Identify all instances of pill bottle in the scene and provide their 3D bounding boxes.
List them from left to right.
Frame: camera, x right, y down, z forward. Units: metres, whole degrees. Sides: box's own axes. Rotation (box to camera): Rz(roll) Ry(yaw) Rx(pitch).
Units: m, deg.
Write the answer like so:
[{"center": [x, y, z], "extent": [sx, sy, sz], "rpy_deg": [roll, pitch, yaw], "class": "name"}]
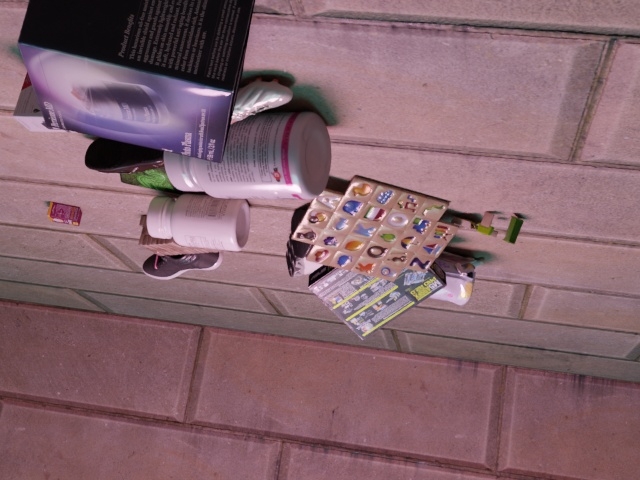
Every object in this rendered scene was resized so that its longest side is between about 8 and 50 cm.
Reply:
[{"center": [-0.297, -0.048, 2.166], "extent": [0.229, 0.131, 0.131], "rpy_deg": [5, 163, 12], "class": "pill bottle"}, {"center": [-0.137, -0.158, 1.655], "extent": [0.283, 0.160, 0.160], "rpy_deg": [2, 162, 23], "class": "pill bottle"}]

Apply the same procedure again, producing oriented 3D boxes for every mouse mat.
[{"center": [-0.400, -0.151, 2.100], "extent": [0.153, 0.007, 0.189], "rpy_deg": [11, 165, -6], "class": "mouse mat"}]

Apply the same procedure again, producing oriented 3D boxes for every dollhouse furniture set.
[{"center": [0.375, -0.042, 2.007], "extent": [0.152, 0.058, 0.076], "rpy_deg": [21, -178, 40], "class": "dollhouse furniture set"}]

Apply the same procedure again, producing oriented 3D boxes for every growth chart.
[{"center": [0.308, 0.044, 2.338], "extent": [0.237, 0.021, 0.172], "rpy_deg": [17, 162, -25], "class": "growth chart"}]

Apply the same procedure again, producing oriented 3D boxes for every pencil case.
[{"center": [0.257, 0.089, 2.274], "extent": [0.273, 0.113, 0.124], "rpy_deg": [11, 170, -4], "class": "pencil case"}]

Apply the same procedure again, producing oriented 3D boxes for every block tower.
[{"center": [-0.340, -0.020, 2.356], "extent": [0.336, 0.097, 0.091], "rpy_deg": [-2, 159, 38], "class": "block tower"}]

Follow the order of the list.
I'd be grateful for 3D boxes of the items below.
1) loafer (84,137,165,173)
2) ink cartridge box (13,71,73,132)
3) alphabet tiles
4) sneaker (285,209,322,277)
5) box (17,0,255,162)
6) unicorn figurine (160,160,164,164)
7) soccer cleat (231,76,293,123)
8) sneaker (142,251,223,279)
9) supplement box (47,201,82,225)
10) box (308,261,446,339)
[{"center": [-0.402, -0.172, 1.896], "extent": [0.220, 0.080, 0.078], "rpy_deg": [2, 162, 23], "class": "loafer"}, {"center": [-0.459, -0.254, 1.597], "extent": [0.151, 0.109, 0.063], "rpy_deg": [3, 159, 19], "class": "ink cartridge box"}, {"center": [0.124, -0.019, 2.014], "extent": [0.343, 0.011, 0.285], "rpy_deg": [14, 136, -17], "class": "alphabet tiles"}, {"center": [0.000, 0.000, 2.238], "extent": [0.146, 0.122, 0.330], "rpy_deg": [-7, 165, -9], "class": "sneaker"}, {"center": [-0.265, -0.267, 1.326], "extent": [0.294, 0.182, 0.296], "rpy_deg": [12, 163, -6], "class": "box"}, {"center": [-0.229, -0.183, 1.823], "extent": [0.162, 0.060, 0.111], "rpy_deg": [-17, 153, 24], "class": "unicorn figurine"}, {"center": [-0.137, -0.235, 1.542], "extent": [0.196, 0.076, 0.068], "rpy_deg": [1, 162, 26], "class": "soccer cleat"}, {"center": [-0.443, 0.039, 2.614], "extent": [0.296, 0.104, 0.147], "rpy_deg": [-9, 155, 33], "class": "sneaker"}, {"center": [-0.710, -0.073, 2.472], "extent": [0.083, 0.043, 0.055], "rpy_deg": [10, 162, -5], "class": "supplement box"}, {"center": [0.138, 0.098, 2.184], "extent": [0.270, 0.060, 0.216], "rpy_deg": [-36, 115, 23], "class": "box"}]
